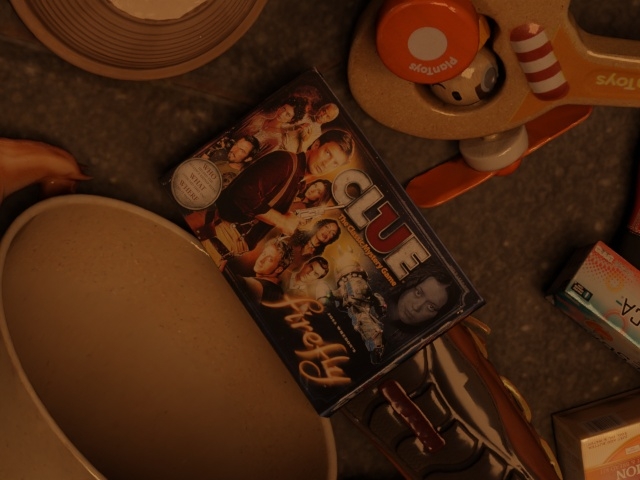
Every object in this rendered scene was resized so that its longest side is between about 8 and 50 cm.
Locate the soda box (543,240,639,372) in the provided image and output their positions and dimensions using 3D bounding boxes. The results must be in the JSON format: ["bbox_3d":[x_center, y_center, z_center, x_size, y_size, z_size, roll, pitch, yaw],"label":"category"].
[{"bbox_3d":[0.301,0.081,1.424,0.183,0.058,0.063,38,76,-4],"label":"soda box"}]

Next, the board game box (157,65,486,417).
[{"bbox_3d":[0.000,0.000,1.277,0.165,0.042,0.243,-36,78,4],"label":"board game box"}]

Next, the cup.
[{"bbox_3d":[-0.186,0.162,1.233,0.331,0.331,0.237,36,120,-22],"label":"cup"}]

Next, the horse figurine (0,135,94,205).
[{"bbox_3d":[-0.333,-0.061,1.231,0.263,0.066,0.174,39,98,-25],"label":"horse figurine"}]

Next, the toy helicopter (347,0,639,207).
[{"bbox_3d":[0.199,-0.132,1.312,0.355,0.140,0.235,5,131,-1],"label":"toy helicopter"}]

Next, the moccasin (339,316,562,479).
[{"bbox_3d":[0.095,0.115,1.368,0.139,0.147,0.380,-42,94,16],"label":"moccasin"}]

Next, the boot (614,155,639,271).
[{"bbox_3d":[0.402,-0.013,1.448,0.244,0.088,0.176,10,103,-10],"label":"boot"}]

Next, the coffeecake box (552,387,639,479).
[{"bbox_3d":[0.314,0.244,1.505,0.142,0.068,0.185,-15,110,-12],"label":"coffeecake box"}]

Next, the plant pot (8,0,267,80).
[{"bbox_3d":[-0.136,-0.238,1.212,0.237,0.110,0.237,-4,106,-15],"label":"plant pot"}]
